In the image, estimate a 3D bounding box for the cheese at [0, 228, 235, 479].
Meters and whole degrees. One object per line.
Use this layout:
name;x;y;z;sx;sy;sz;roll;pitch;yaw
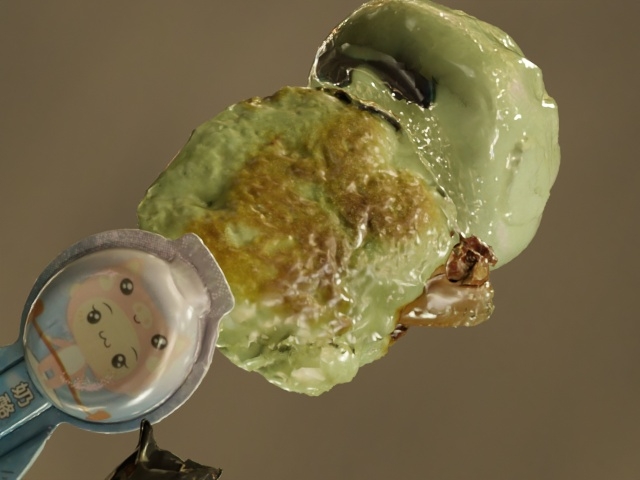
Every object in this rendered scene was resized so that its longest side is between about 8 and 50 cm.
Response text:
cheese;-0.168;0.081;1.245;0.245;0.052;0.135;-32;-99;14

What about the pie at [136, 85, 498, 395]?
pie;-0.007;-0.007;1.507;0.274;0.257;0.105;-23;169;-27

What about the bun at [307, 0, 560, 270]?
bun;0.134;-0.114;1.768;0.187;0.293;0.293;-29;-157;-25

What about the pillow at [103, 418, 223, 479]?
pillow;-0.132;0.186;1.140;0.150;0.048;0.090;-50;-159;-16
